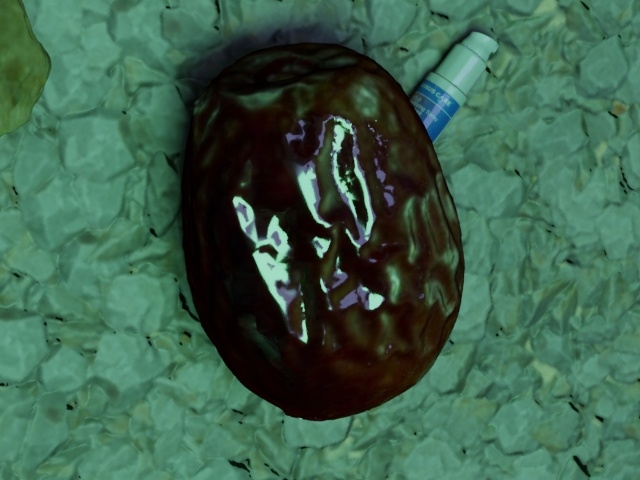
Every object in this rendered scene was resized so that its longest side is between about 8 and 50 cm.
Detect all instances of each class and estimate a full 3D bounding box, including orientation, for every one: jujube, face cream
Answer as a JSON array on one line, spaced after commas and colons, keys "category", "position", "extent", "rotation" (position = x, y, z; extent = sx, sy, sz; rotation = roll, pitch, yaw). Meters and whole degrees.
[{"category": "jujube", "position": [0.000, 0.000, 1.170], "extent": [0.183, 0.183, 0.243], "rotation": [-19, 119, -17]}, {"category": "face cream", "position": [0.079, -0.093, 1.259], "extent": [0.034, 0.034, 0.130], "rotation": [39, 86, -25]}]

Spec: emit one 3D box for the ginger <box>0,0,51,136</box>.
[{"category": "ginger", "position": [-0.299, -0.123, 1.049], "extent": [0.275, 0.130, 0.221], "rotation": [-35, 104, -17]}]
